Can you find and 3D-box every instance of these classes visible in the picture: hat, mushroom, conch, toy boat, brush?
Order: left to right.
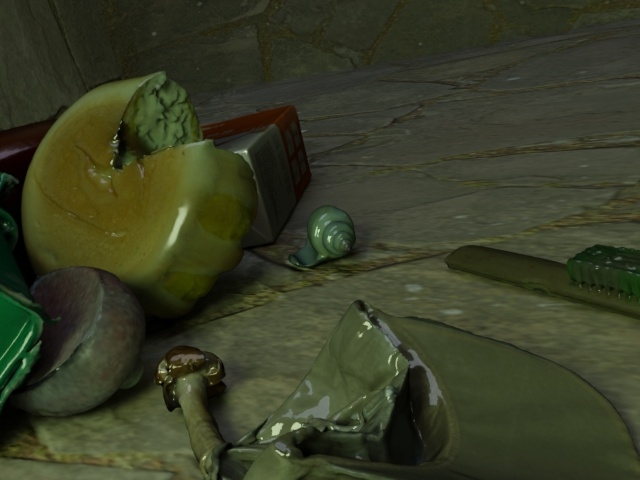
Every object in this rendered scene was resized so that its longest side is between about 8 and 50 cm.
[{"bbox_3d":[-0.247,0.106,0.723,0.227,0.085,0.155,-1,53,48],"label":"toy boat"},{"bbox_3d":[-0.093,0.137,0.581,0.061,0.060,0.187,-21,23,-15],"label":"mushroom"},{"bbox_3d":[0.007,0.001,0.897,0.065,0.088,0.180,26,2,-16],"label":"conch"},{"bbox_3d":[0.059,0.143,0.443,0.244,0.149,0.214,27,20,8],"label":"hat"},{"bbox_3d":[0.227,0.027,0.673,0.054,0.048,0.282,-22,19,-28],"label":"brush"}]

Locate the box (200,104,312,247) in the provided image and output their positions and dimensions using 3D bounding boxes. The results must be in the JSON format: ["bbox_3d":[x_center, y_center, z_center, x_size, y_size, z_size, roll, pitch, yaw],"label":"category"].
[{"bbox_3d":[-0.157,-0.102,1.165,0.224,0.144,0.341,-11,20,13],"label":"box"}]

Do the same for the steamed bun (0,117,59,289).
[{"bbox_3d":[-0.448,-0.049,1.085,0.379,0.235,0.248,-26,19,-35],"label":"steamed bun"}]

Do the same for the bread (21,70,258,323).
[{"bbox_3d":[-0.226,-0.041,0.892,0.332,0.333,0.160,-3,-17,30],"label":"bread"}]

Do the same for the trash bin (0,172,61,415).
[{"bbox_3d":[-0.424,0.038,0.712,0.381,0.259,0.295,23,76,51],"label":"trash bin"}]
